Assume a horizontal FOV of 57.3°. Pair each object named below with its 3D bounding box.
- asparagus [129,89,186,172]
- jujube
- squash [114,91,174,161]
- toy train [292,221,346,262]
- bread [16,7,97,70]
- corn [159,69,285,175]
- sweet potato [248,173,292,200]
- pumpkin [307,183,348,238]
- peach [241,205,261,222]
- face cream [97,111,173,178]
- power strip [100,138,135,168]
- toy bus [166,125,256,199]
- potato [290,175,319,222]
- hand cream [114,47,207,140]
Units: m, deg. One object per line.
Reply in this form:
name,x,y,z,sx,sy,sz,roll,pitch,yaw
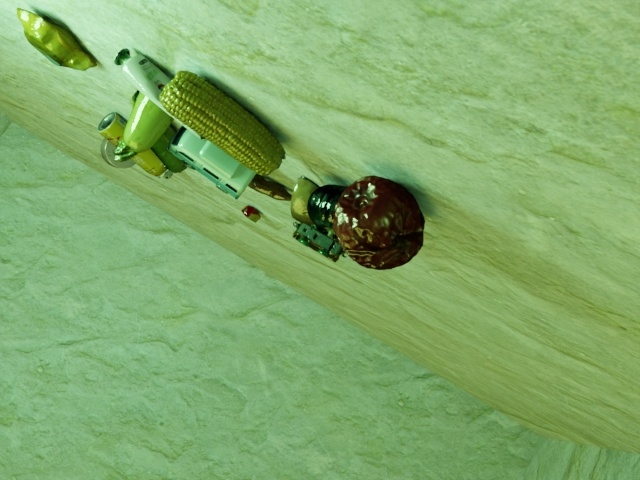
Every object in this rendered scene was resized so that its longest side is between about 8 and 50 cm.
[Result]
asparagus,-0.558,-0.370,1.973,0.128,0.108,0.382,26,163,27
jujube,0.137,-0.038,1.405,0.213,0.213,0.232,19,162,42
squash,-0.500,-0.340,1.711,0.137,0.287,0.137,28,-162,-10
toy train,0.000,0.000,2.098,0.228,0.091,0.136,30,176,7
bread,-0.799,-0.593,1.750,0.161,0.088,0.233,20,165,25
corn,-0.242,-0.296,1.496,0.344,0.131,0.131,35,166,-21
sweet potato,-0.177,-0.174,1.928,0.218,0.051,0.065,27,-153,21
pumpkin,0.054,-0.071,1.621,0.202,0.140,0.202,30,169,6
peach,-0.278,-0.108,2.391,0.083,0.050,0.077,47,-175,-20
face cream,-0.727,-0.364,2.353,0.105,0.105,0.349,18,161,43
power strip,-0.833,-0.379,2.444,0.154,0.154,0.078,41,166,-34
toy bus,-0.322,-0.256,1.786,0.271,0.133,0.165,35,170,-14
potato,-0.021,-0.085,1.813,0.120,0.100,0.261,28,166,17
hand cream,-0.404,-0.385,1.565,0.336,0.121,0.076,40,126,-3
